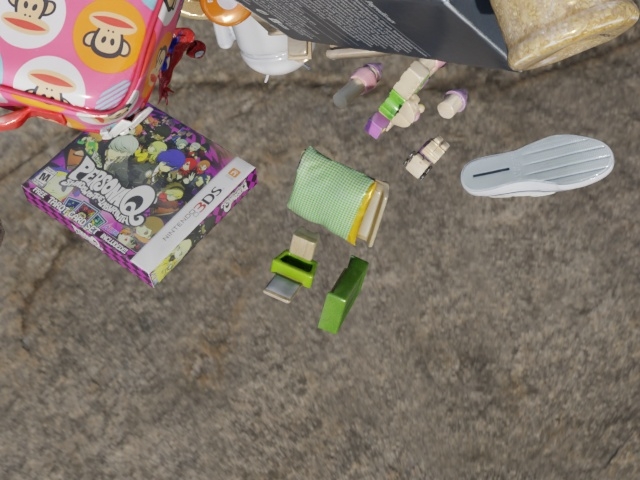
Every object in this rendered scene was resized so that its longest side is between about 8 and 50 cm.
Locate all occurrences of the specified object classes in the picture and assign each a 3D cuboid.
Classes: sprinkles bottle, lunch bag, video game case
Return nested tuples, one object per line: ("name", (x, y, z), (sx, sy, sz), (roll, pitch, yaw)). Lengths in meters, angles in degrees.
("sprinkles bottle", (0.164, -0.335, 0.807), (0.121, 0.121, 0.355), (-20, 89, -2))
("lunch bag", (-0.278, -0.217, 0.816), (0.293, 0.120, 0.258), (18, 87, -4))
("video game case", (-0.237, -0.074, 1.207), (0.232, 0.042, 0.210), (32, 62, 20))

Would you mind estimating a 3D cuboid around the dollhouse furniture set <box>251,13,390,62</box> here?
("dollhouse furniture set", (0.053, -0.495, 1.762), (0.355, 0.174, 0.303), (-1, 91, 9))

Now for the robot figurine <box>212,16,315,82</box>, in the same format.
("robot figurine", (-0.128, -0.565, 2.287), (0.300, 0.353, 0.200), (-9, 38, 11))

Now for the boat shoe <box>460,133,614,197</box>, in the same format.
("boat shoe", (0.328, -0.109, 1.378), (0.226, 0.076, 0.083), (-3, 81, 24))

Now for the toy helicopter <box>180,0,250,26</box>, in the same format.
("toy helicopter", (-0.153, -0.508, 1.364), (0.235, 0.140, 0.355), (26, 102, -9))

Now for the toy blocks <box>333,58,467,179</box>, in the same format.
("toy blocks", (0.245, -0.377, 2.179), (0.309, 0.288, 0.260), (42, 54, 3))

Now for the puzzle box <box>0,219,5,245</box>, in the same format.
("puzzle box", (-0.461, -0.101, 1.029), (0.052, 0.409, 0.272), (-7, 35, -2))

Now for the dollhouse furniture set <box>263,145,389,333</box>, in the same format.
("dollhouse furniture set", (0.000, 0.000, 1.805), (0.197, 0.301, 0.151), (23, 38, 11))

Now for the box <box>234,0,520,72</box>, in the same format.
("box", (0.090, -0.406, 1.142), (0.395, 0.212, 0.293), (19, 88, 39))

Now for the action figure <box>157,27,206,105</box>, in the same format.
("action figure", (-0.300, -0.296, 1.507), (0.091, 0.280, 0.139), (5, 98, 43))
